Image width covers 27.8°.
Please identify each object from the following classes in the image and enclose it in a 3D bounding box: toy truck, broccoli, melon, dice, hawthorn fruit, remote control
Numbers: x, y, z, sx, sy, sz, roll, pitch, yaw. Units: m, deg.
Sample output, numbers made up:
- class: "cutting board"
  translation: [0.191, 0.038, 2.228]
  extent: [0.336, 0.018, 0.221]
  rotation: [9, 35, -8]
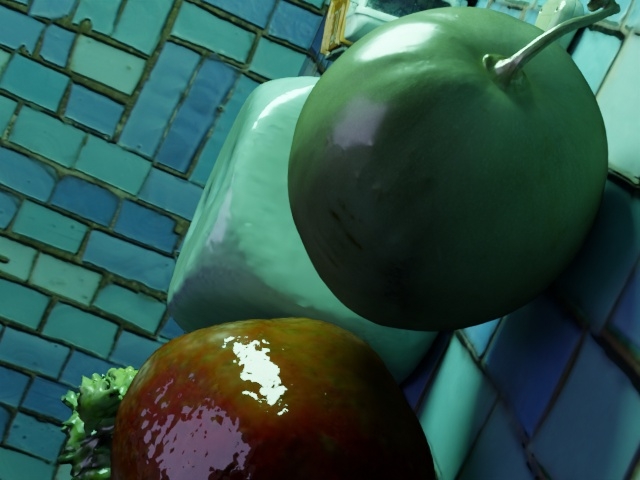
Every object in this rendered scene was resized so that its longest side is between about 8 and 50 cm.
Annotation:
- class: "toy truck"
  translation: [0.103, -0.344, 1.892]
  extent: [0.387, 0.173, 0.207]
  rotation: [-149, 76, -82]
- class: "broccoli"
  translation: [-0.163, 0.283, 1.757]
  extent: [0.281, 0.348, 0.293]
  rotation: [-39, 73, 52]
- class: "melon"
  translation: [0.101, -0.052, 1.061]
  extent: [0.308, 0.272, 0.271]
  rotation: [79, -157, -55]
- class: "dice"
  translation: [0.000, 0.000, 1.404]
  extent: [0.262, 0.268, 0.264]
  rotation: [136, 154, -64]
- class: "hawthorn fruit"
  translation: [-0.036, 0.223, 1.107]
  extent: [0.284, 0.285, 0.369]
  rotation: [-65, 18, 14]
- class: "remote control"
  translation: [0.226, -0.187, 1.307]
  extent: [0.074, 0.032, 0.122]
  rotation: [-130, 62, -78]
